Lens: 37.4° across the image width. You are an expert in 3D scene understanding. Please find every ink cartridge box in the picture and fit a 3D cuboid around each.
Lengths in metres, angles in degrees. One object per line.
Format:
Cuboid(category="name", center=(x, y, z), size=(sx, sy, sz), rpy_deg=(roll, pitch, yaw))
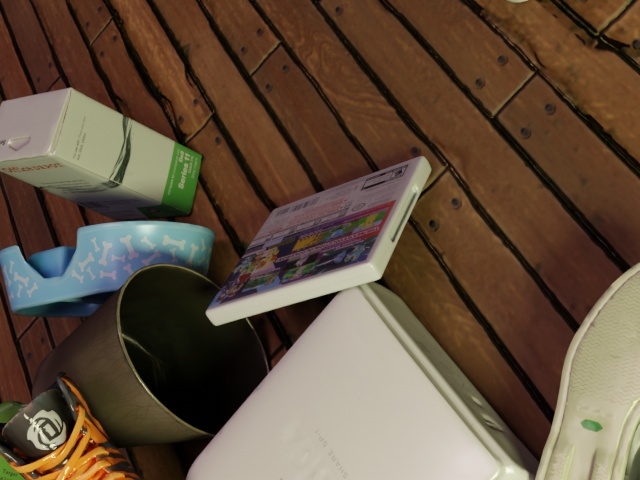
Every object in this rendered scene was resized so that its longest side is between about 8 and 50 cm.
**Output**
Cuboid(category="ink cartridge box", center=(-0.274, -0.099, 1.145), size=(0.153, 0.208, 0.087), rpy_deg=(-1, 72, 40))

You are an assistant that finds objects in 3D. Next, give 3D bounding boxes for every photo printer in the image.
Cuboid(category="photo printer", center=(0.015, 0.224, 0.837), size=(0.307, 0.107, 0.256), rpy_deg=(-50, 48, 13))

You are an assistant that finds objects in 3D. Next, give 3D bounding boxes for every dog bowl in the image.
Cuboid(category="dog bowl", center=(-0.254, 0.040, 1.112), size=(0.297, 0.166, 0.074), rpy_deg=(-12, 76, 36))

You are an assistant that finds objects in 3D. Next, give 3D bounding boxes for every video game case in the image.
Cuboid(category="video game case", center=(0.000, 0.000, 0.935), size=(0.201, 0.023, 0.183), rpy_deg=(-18, 27, 34))

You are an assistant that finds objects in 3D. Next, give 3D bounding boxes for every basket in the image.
Cuboid(category="basket", center=(-0.199, 0.144, 1.015), size=(0.227, 0.204, 0.154), rpy_deg=(-24, 27, 40))

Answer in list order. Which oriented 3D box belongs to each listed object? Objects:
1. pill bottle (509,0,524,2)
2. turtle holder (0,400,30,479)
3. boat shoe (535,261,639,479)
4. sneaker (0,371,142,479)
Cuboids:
Cuboid(category="pill bottle", center=(0.165, -0.287, 0.899), size=(0.078, 0.137, 0.078), rpy_deg=(-15, 64, 35))
Cuboid(category="turtle holder", center=(-0.403, 0.333, 1.062), size=(0.227, 0.243, 0.320), rpy_deg=(-39, 59, 43))
Cuboid(category="boat shoe", center=(0.229, 0.123, 0.715), size=(0.084, 0.079, 0.233), rpy_deg=(21, 89, 41))
Cuboid(category="sneaker", center=(-0.216, 0.232, 0.847), size=(0.124, 0.180, 0.321), rpy_deg=(-38, 27, -21))
